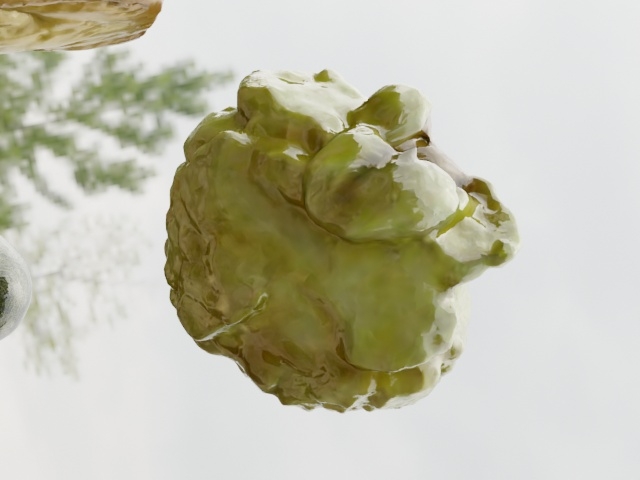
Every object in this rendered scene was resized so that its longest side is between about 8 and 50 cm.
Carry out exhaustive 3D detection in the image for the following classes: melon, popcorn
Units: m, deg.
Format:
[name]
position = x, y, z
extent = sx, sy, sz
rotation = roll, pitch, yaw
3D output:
[melon]
position = -0.281, 0.035, 1.301
extent = 0.131, 0.098, 0.098
rotation = 19, -60, 57
[popcorn]
position = 0.000, 0.000, 1.132
extent = 0.255, 0.195, 0.256
rotation = -26, -97, 29

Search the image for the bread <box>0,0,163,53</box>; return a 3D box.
[bread]
position = -0.179, -0.199, 0.843
extent = 0.099, 0.235, 0.210
rotation = 12, -82, 56
